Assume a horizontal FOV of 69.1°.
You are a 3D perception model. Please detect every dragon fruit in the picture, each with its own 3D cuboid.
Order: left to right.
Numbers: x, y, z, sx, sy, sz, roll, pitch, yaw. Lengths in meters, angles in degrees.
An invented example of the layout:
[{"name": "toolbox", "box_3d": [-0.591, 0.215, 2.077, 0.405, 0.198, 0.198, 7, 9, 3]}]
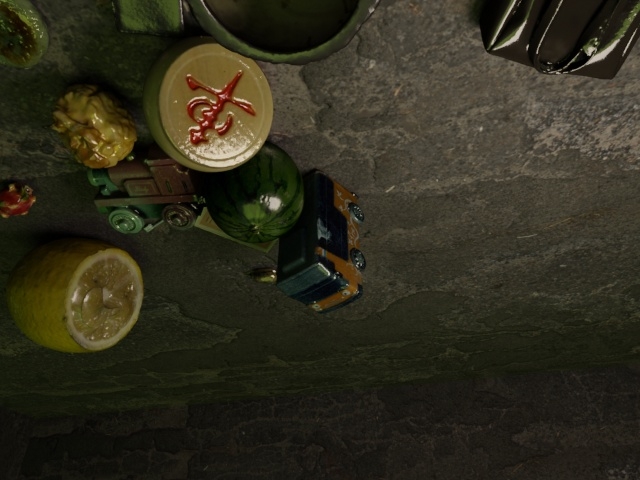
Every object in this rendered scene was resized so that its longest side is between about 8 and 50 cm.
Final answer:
[{"name": "dragon fruit", "box_3d": [-0.789, -0.108, 1.208, 0.116, 0.081, 0.086, -13, 133, 17]}]

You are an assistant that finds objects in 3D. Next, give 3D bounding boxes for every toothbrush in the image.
[{"name": "toothbrush", "box_3d": [-0.437, -0.071, 1.330, 0.219, 0.016, 0.019, -24, 130, 30]}]

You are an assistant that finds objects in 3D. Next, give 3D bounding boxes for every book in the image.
[{"name": "book", "box_3d": [-0.209, -0.066, 1.300, 0.241, 0.018, 0.170, 24, 117, -31]}]

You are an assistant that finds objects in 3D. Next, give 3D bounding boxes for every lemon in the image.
[{"name": "lemon", "box_3d": [-0.742, 0.155, 1.381, 0.363, 0.365, 0.364, -1, 145, -1]}]

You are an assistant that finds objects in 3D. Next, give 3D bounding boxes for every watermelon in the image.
[{"name": "watermelon", "box_3d": [-0.154, -0.113, 1.084, 0.242, 0.243, 0.242, -1, 145, -1]}]

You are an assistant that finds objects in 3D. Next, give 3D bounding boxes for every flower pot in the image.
[{"name": "flower pot", "box_3d": [-0.050, -0.425, 0.628, 0.266, 0.267, 0.267, -1, 146, -1]}]

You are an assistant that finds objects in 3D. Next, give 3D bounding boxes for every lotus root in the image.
[{"name": "lotus root", "box_3d": [-0.191, 0.121, 1.579, 0.099, 0.054, 0.049, -2, 124, -2]}]

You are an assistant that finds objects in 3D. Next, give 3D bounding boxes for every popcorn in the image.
[{"name": "popcorn", "box_3d": [-0.475, -0.237, 0.969, 0.170, 0.180, 0.180, -30, 152, -22]}]

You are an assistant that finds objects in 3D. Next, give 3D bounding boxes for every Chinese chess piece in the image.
[{"name": "Chinese chess piece", "box_3d": [-0.210, -0.256, 0.893, 0.250, 0.097, 0.251, -12, 113, -29]}]

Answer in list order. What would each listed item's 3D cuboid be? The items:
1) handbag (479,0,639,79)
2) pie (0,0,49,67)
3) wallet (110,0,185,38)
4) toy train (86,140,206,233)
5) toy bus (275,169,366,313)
[{"name": "handbag", "box_3d": [0.449, -0.420, 0.797, 0.285, 0.114, 0.257, 7, 137, -11]}, {"name": "pie", "box_3d": [-0.595, -0.393, 0.845, 0.186, 0.041, 0.187, -1, 146, -1]}, {"name": "wallet", "box_3d": [-0.292, -0.457, 0.757, 0.124, 0.025, 0.244, 5, 136, -4]}, {"name": "toy train", "box_3d": [-0.423, -0.136, 1.143, 0.303, 0.150, 0.222, -4, 134, 6]}, {"name": "toy bus", "box_3d": [0.000, 0.000, 1.185, 0.161, 0.324, 0.194, -28, 134, 33]}]
